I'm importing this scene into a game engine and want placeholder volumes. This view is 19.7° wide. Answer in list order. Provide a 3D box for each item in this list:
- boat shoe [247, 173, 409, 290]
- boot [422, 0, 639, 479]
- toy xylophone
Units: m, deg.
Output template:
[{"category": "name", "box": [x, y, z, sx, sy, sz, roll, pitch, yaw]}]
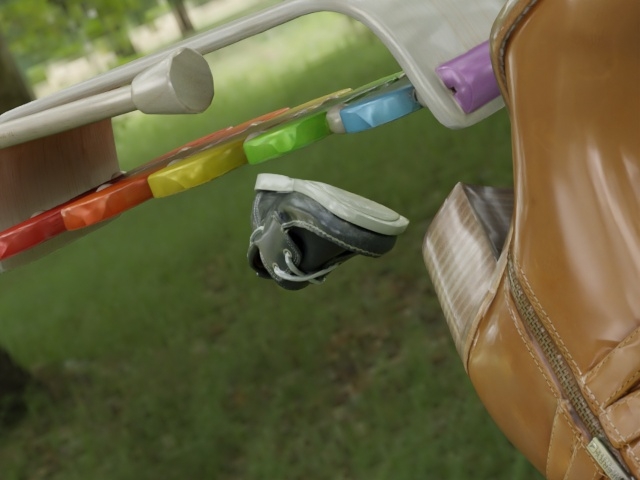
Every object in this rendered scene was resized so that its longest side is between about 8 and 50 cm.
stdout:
[{"category": "boat shoe", "box": [0.000, 0.000, 1.270, 0.084, 0.079, 0.233, 20, -3, -15]}, {"category": "boot", "box": [0.106, 0.004, 0.568, 0.073, 0.152, 0.197, -9, -39, -25]}, {"category": "toy xylophone", "box": [-0.060, -0.058, 0.910, 0.322, 0.081, 0.236, -14, 10, 43]}]
